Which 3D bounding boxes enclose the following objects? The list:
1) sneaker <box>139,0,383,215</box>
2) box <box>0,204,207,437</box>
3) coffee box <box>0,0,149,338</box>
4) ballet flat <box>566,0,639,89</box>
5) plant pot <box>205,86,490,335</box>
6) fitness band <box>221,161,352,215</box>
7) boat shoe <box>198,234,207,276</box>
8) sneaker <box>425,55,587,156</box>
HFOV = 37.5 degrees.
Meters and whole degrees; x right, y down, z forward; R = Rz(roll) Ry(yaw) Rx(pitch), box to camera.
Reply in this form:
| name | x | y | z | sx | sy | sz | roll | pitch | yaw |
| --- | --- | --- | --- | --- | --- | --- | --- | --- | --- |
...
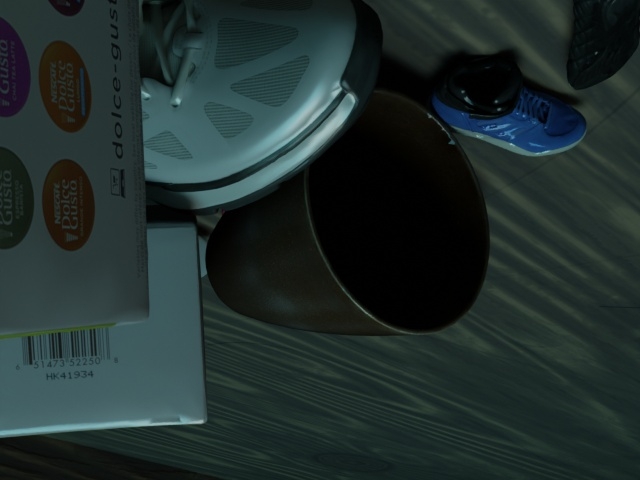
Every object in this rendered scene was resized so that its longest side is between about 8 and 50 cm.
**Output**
| name | x | y | z | sx | sy | sz | roll | pitch | yaw |
| --- | --- | --- | --- | --- | --- | --- | --- | --- | --- |
| sneaker | -0.190 | -0.135 | 0.738 | 0.447 | 0.169 | 0.257 | -9 | 155 | 33 |
| box | -0.223 | 0.059 | 0.912 | 0.215 | 0.168 | 0.345 | -3 | -174 | -7 |
| coffee box | -0.324 | -0.103 | 0.504 | 0.338 | 0.338 | 0.334 | -5 | 177 | 19 |
| ballet flat | 0.226 | -0.173 | 0.762 | 0.057 | 0.049 | 0.173 | -26 | 159 | -1 |
| plant pot | 0.000 | 0.000 | 0.880 | 0.215 | 0.215 | 0.230 | 21 | 153 | -34 |
| fitness band | 0.035 | -0.031 | 1.043 | 0.290 | 0.054 | 0.209 | 13 | 145 | -19 |
| boat shoe | -0.246 | 0.004 | 1.199 | 0.219 | 0.078 | 0.070 | 9 | -169 | -18 |
| sneaker | 0.177 | -0.121 | 0.849 | 0.152 | 0.058 | 0.084 | 13 | 164 | -4 |
